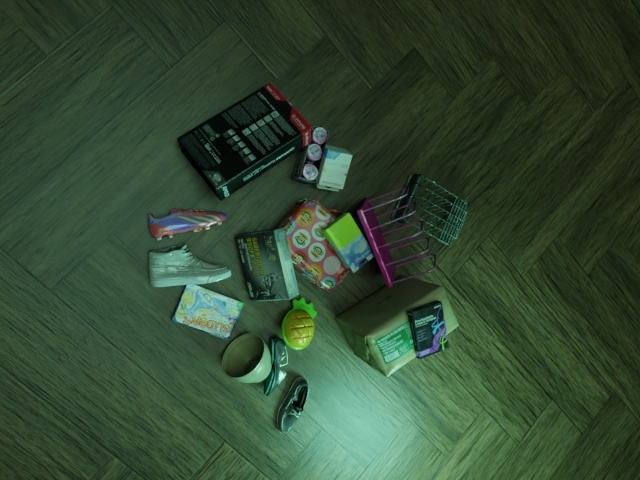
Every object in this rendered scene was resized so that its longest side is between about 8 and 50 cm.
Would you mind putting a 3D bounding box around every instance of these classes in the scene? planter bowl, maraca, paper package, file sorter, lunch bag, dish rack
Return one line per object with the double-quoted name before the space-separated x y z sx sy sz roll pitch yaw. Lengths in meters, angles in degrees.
"planter bowl" -0.230 0.407 1.735 0.162 0.162 0.109 -46 131 -12
"maraca" -0.073 0.288 1.808 0.127 0.099 0.186 34 56 -26
"paper package" 0.261 0.280 1.809 0.324 0.309 0.168 -30 101 -15
"file sorter" 0.274 -0.023 1.823 0.182 0.202 0.291 -20 100 16
"lunch bag" 0.000 0.000 1.805 0.293 0.120 0.258 43 78 -15
"dish rack" 0.425 -0.113 1.979 0.271 0.074 0.208 27 85 -20

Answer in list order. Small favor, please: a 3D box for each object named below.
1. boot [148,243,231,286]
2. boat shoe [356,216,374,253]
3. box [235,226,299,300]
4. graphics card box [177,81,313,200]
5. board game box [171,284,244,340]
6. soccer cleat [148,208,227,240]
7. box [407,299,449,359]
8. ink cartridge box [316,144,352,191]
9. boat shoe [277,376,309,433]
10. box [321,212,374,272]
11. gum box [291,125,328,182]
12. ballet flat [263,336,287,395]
"boot" -0.419 0.073 1.672 0.258 0.095 0.123 -6 101 -18
"boat shoe" 0.170 -0.014 1.902 0.056 0.048 0.153 -11 96 -19
"box" -0.176 0.081 1.715 0.056 0.183 0.231 -21 101 -50
"graphics card box" -0.238 -0.321 1.673 0.371 0.094 0.233 -36 74 -16
"board game box" -0.373 0.234 1.728 0.201 0.035 0.136 23 85 -19
"soccer cleat" -0.426 -0.068 1.676 0.248 0.083 0.095 -15 93 -16
"box" 0.345 0.284 1.660 0.116 0.029 0.162 -16 101 -20
"ink cartridge box" 0.038 -0.248 1.808 0.092 0.090 0.143 10 112 -19
"boat shoe" -0.094 0.584 1.826 0.075 0.065 0.206 24 85 -19
"box" 0.096 0.008 1.765 0.109 0.042 0.178 -38 104 -20
"gum box" -0.035 -0.293 1.787 0.062 0.107 0.188 16 87 -19
"ballet flat" -0.149 0.437 1.800 0.074 0.074 0.203 8 87 -20
